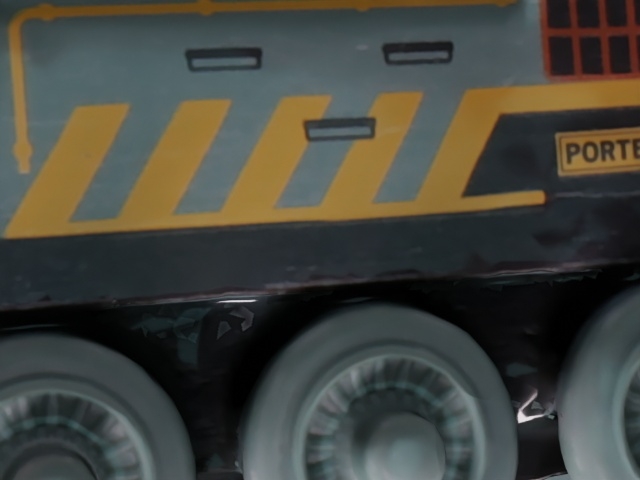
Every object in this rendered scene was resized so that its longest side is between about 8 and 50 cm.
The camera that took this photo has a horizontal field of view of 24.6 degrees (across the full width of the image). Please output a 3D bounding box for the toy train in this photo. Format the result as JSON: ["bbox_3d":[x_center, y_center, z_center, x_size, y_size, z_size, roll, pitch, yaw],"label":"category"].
[{"bbox_3d":[0.000,0.000,0.429,0.334,0.142,0.190,-4,89,-15],"label":"toy train"}]
